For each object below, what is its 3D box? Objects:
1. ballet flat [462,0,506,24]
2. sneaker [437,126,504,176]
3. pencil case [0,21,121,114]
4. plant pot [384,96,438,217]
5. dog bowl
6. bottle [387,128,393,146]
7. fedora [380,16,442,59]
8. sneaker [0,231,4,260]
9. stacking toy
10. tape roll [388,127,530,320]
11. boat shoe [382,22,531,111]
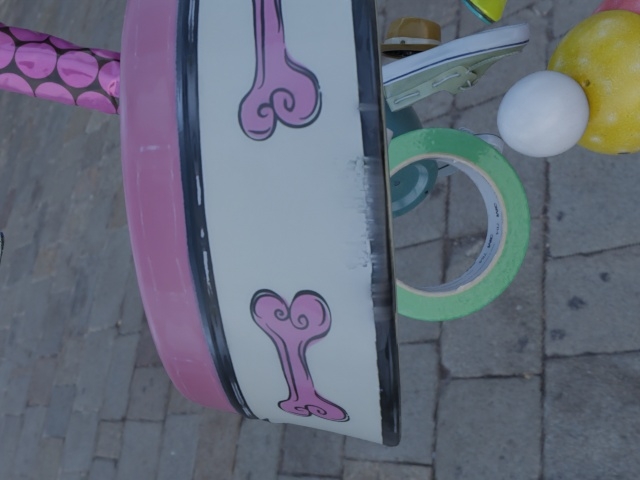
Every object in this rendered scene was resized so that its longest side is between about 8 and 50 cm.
[{"bbox_3d":[0.244,-0.384,1.101,0.077,0.077,0.231,-49,13,22],"label":"ballet flat"},{"bbox_3d":[0.328,-0.219,1.692,0.258,0.094,0.091,-10,56,62],"label":"sneaker"},{"bbox_3d":[-0.343,-0.231,0.972,0.098,0.209,0.095,-84,11,-65],"label":"pencil case"},{"bbox_3d":[0.108,-0.188,1.559,0.272,0.271,0.255,-50,50,24],"label":"plant pot"},{"bbox_3d":[-0.027,-0.051,0.558,0.150,0.408,0.408,-4,62,4],"label":"dog bowl"},{"bbox_3d":[0.000,0.000,0.822,0.092,0.118,0.283,-116,46,-83],"label":"bottle"},{"bbox_3d":[0.210,-0.456,1.661,0.194,0.194,0.079,11,98,54],"label":"fedora"},{"bbox_3d":[-0.467,0.045,0.998,0.052,0.058,0.135,-123,47,-60],"label":"sneaker"},{"bbox_3d":[0.451,-0.234,1.085,0.351,0.479,0.351,52,156,34],"label":"stacking toy"},{"bbox_3d":[0.190,-0.027,1.248,0.077,0.321,0.322,-159,90,-83],"label":"tape roll"},{"bbox_3d":[0.245,-0.315,1.348,0.302,0.109,0.094,-11,102,38],"label":"boat shoe"}]
